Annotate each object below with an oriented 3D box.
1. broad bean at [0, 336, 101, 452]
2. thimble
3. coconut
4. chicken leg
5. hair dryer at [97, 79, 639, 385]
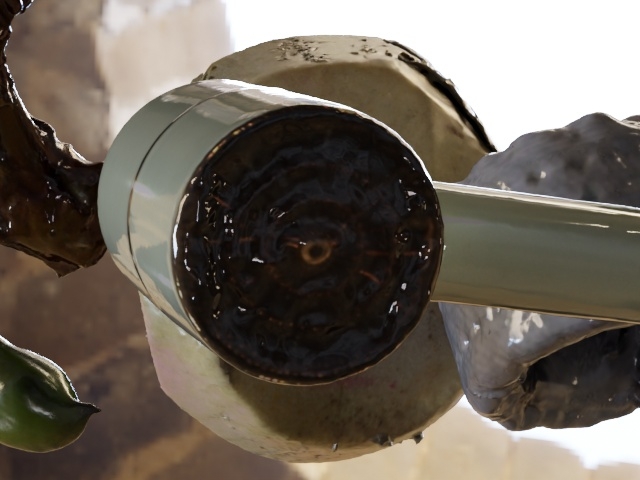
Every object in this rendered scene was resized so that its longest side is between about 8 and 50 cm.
[{"bbox_3d":[-0.279,0.065,1.212,0.318,0.098,0.056,15,-164,24],"label":"broad bean"},{"bbox_3d":[0.191,0.026,1.272,0.217,0.157,0.245,-22,155,19],"label":"thimble"},{"bbox_3d":[0.000,0.000,1.509,0.352,0.353,0.352,4,-164,-1],"label":"coconut"},{"bbox_3d":[-0.199,-0.110,1.006,0.113,0.304,0.093,-26,-153,-7],"label":"chicken leg"},{"bbox_3d":[0.082,0.004,0.909,0.362,0.128,0.203,7,-175,-17],"label":"hair dryer"}]
